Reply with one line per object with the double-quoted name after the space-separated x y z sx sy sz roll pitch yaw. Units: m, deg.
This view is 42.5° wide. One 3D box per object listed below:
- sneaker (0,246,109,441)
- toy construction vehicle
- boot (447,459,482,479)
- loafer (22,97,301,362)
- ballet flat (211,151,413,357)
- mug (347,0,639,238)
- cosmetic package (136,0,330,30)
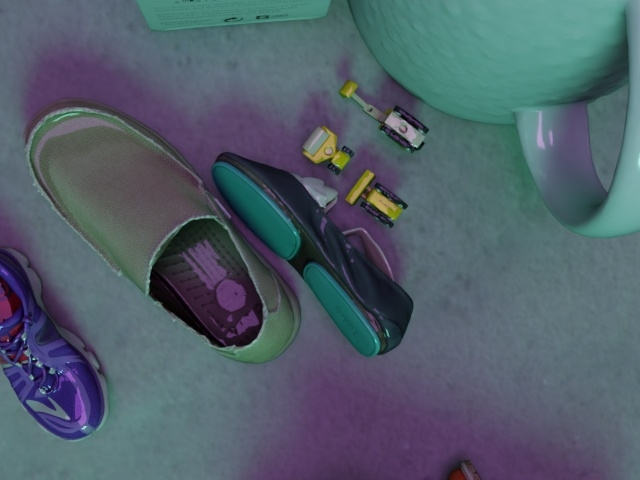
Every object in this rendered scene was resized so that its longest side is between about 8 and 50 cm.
-0.227 0.082 0.628 0.068 0.071 0.170 -34 92 -4 "sneaker"
0.040 -0.071 0.670 0.098 0.035 0.086 34 92 -6 "toy construction vehicle"
0.109 0.258 0.656 0.084 0.059 0.158 -10 91 1 "boot"
-0.118 -0.011 0.626 0.268 0.092 0.102 42 87 -2 "loafer"
0.000 0.000 0.652 0.074 0.074 0.203 -41 86 -4 "ballet flat"
0.168 -0.188 0.530 0.276 0.328 0.374 -6 89 -4 "mug"
-0.071 -0.267 0.604 0.151 0.151 0.184 -5 90 -4 "cosmetic package"
